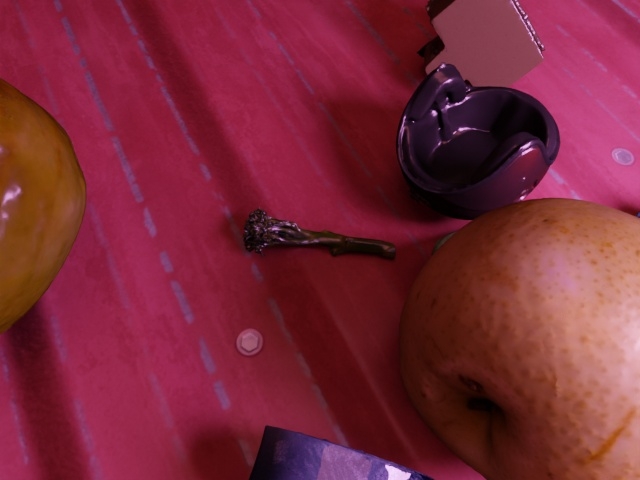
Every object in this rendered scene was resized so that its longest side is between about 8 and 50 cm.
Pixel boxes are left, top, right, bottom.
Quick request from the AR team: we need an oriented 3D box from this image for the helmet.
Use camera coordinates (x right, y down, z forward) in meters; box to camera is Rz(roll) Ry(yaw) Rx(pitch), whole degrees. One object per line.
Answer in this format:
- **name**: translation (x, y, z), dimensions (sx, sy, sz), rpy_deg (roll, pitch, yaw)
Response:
- **helmet**: translation (0.210, -0.125, 0.641), dimensions (0.216, 0.193, 0.189), rpy_deg (-28, 60, -11)

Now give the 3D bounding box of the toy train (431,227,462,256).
- **toy train**: translation (0.220, 0.015, 0.633), dimensions (0.149, 0.099, 0.081), rpy_deg (-10, 41, -1)

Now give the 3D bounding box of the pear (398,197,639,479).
- **pear**: translation (0.239, 0.102, 0.471), dimensions (0.309, 0.309, 0.309), rpy_deg (1, 63, -1)

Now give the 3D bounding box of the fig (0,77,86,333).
- **fig**: translation (-0.444, -0.028, 0.515), dimensions (0.343, 0.343, 0.343), rpy_deg (1, 63, -1)

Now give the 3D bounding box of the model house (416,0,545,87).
- **model house**: translation (0.260, -0.369, 0.808), dimensions (0.181, 0.176, 0.248), rpy_deg (45, 37, -22)

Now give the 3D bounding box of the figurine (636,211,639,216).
- **figurine**: translation (0.533, -0.038, 0.676), dimensions (0.140, 0.075, 0.068), rpy_deg (-8, 61, -17)

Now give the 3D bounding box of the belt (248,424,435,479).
- **belt**: translation (0.023, 0.252, 0.471), dimensions (0.190, 0.141, 0.082), rpy_deg (16, 65, 4)

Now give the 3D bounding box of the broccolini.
- **broccolini**: translation (0.000, -0.003, 0.649), dimensions (0.216, 0.058, 0.067), rpy_deg (8, 60, 2)
